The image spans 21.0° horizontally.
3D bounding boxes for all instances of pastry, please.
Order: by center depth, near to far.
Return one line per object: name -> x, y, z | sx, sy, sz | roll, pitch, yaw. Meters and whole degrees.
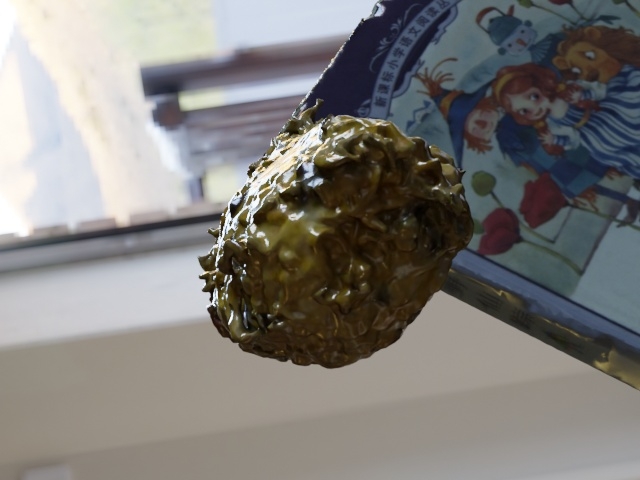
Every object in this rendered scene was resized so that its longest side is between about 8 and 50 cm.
pastry -> 0.000, 0.000, 0.488 | 0.080, 0.056, 0.140 | -58, 6, 3

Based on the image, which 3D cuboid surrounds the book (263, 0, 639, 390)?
book -> 0.113, -0.030, 0.651 | 0.157, 0.231, 0.026 | -56, -16, -27
